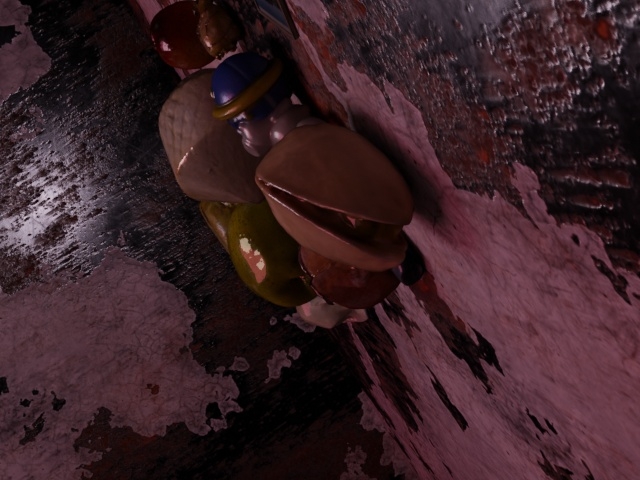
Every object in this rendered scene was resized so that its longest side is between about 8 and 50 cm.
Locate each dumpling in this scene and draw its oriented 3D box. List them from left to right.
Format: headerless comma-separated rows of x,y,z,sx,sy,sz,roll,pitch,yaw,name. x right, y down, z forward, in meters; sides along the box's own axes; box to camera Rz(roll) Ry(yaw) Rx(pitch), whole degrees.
0.036,0.168,2.338,0.242,0.187,0.318,13,167,15,dumpling

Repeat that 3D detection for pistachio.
0.026,-0.065,1.183,0.318,0.213,0.194,38,122,54,pistachio

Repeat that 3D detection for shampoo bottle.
0.100,-0.019,1.420,0.234,0.049,0.087,53,174,33,shampoo bottle

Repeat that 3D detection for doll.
-0.093,-0.222,1.429,0.243,0.159,0.311,62,168,-22,doll

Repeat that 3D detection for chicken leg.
-0.220,-0.450,1.650,0.101,0.085,0.208,45,-168,-44,chicken leg

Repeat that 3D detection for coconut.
-0.201,-0.209,1.741,0.329,0.328,0.329,56,172,12,coconut

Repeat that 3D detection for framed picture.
-0.087,-0.391,1.265,0.149,0.011,0.109,49,168,48,framed picture

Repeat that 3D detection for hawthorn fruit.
-0.328,-0.464,1.821,0.157,0.193,0.157,158,90,-77,hawthorn fruit

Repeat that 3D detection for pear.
-0.083,0.003,1.856,0.294,0.294,0.294,56,172,12,pear

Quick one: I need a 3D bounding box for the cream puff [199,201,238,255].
-0.154,-0.046,2.136,0.324,0.257,0.291,52,168,21,cream puff

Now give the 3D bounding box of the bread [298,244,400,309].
0.055,0.047,1.485,0.190,0.123,0.244,43,-168,-6,bread
